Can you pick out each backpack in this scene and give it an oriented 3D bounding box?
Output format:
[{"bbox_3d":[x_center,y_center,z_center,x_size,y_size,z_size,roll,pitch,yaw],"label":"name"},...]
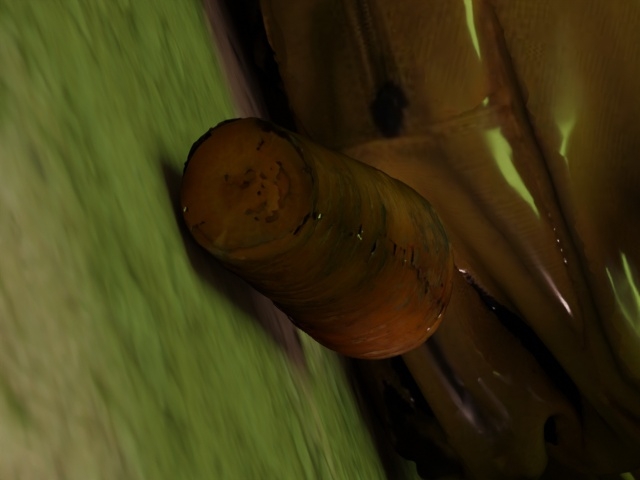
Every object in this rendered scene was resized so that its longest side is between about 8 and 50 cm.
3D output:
[{"bbox_3d":[0.081,-0.082,0.719,0.378,0.201,0.353,62,13,-19],"label":"backpack"}]

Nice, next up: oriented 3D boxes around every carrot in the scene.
[{"bbox_3d":[0.000,0.000,0.460,0.161,0.055,0.055,31,39,-71],"label":"carrot"}]

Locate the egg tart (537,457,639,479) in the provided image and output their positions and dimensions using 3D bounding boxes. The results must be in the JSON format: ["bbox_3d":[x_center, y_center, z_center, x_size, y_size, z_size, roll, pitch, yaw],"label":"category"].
[{"bbox_3d":[0.168,0.198,0.875,0.290,0.115,0.290,53,-6,8],"label":"egg tart"}]
